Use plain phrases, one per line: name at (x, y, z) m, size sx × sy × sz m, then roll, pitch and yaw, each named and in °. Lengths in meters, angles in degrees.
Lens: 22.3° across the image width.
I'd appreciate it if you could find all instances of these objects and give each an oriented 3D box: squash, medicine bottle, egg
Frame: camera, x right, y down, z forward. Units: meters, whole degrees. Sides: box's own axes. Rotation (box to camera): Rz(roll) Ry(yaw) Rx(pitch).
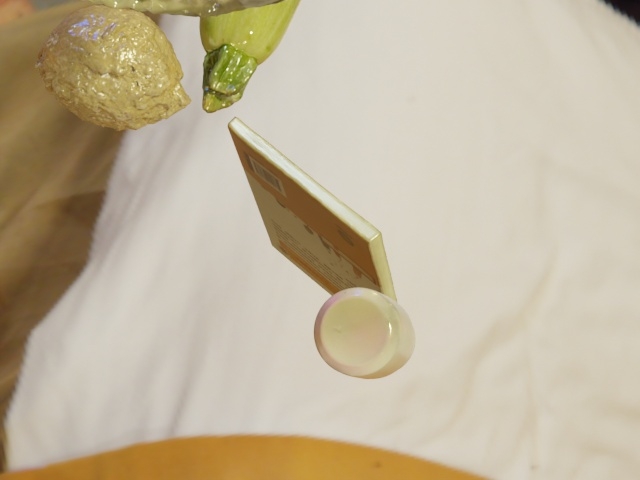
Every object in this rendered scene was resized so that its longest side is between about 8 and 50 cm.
squash at (-0.041, -0.192, 1.129) m, size 0.094 × 0.094 × 0.224 m, roll 22°, pitch 83°, yaw -32°
medicine bottle at (0.029, 0.057, 0.971) m, size 0.089 × 0.052 × 0.052 m, roll 28°, pitch 52°, yaw -76°
egg at (-0.190, -0.158, 1.494) m, size 0.140 × 0.118 × 0.116 m, roll 11°, pitch 116°, yaw -32°

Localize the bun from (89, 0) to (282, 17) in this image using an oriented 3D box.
bun at (-0.052, -0.223, 0.668) m, size 0.287 × 0.287 × 0.146 m, roll 22°, pitch 45°, yaw -32°

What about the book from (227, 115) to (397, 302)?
book at (0.000, 0.000, 1.743) m, size 0.208 × 0.295 × 0.020 m, roll 39°, pitch 76°, yaw 22°
